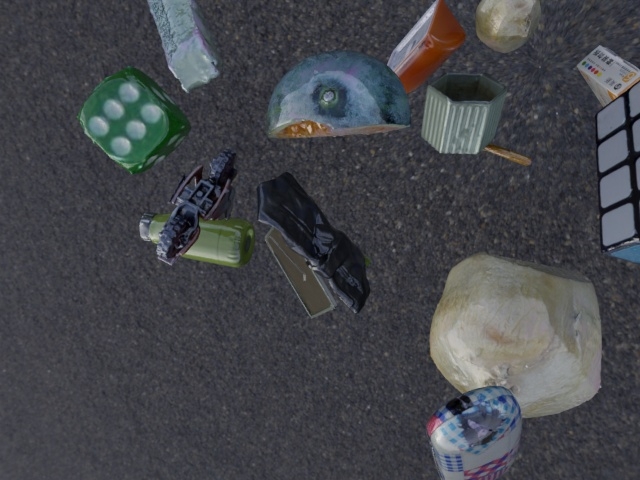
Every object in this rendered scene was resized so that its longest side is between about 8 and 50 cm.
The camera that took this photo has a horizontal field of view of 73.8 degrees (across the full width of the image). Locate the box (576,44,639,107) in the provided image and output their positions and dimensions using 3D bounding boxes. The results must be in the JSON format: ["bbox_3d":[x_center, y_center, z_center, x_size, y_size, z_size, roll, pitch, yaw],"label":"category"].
[{"bbox_3d":[0.960,-0.466,1.354,0.273,0.221,0.091,30,122,-32],"label":"box"}]

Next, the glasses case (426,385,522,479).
[{"bbox_3d":[0.230,0.309,0.642,0.125,0.076,0.328,-22,136,0],"label":"glasses case"}]

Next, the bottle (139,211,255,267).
[{"bbox_3d":[-0.287,-0.012,0.981,0.259,0.112,0.112,10,115,9],"label":"bottle"}]

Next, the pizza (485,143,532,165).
[{"bbox_3d":[0.641,-0.292,1.443,0.184,0.176,0.036,36,115,39],"label":"pizza"}]

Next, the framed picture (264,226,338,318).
[{"bbox_3d":[-0.058,0.073,1.078,0.260,0.023,0.189,59,155,8],"label":"framed picture"}]

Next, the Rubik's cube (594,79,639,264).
[{"bbox_3d":[0.739,-0.132,0.721,0.343,0.344,0.337,14,159,-6],"label":"Rubik's cube"}]

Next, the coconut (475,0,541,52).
[{"bbox_3d":[0.580,-0.679,1.312,0.194,0.194,0.195,10,114,24],"label":"coconut"}]

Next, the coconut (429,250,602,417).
[{"bbox_3d":[0.450,0.245,1.013,0.403,0.404,0.406,10,114,24],"label":"coconut"}]

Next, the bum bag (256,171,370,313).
[{"bbox_3d":[0.000,0.000,0.746,0.074,0.137,0.310,-21,128,29],"label":"bum bag"}]

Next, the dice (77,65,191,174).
[{"bbox_3d":[-0.304,-0.195,0.707,0.128,0.120,0.131,-40,104,5],"label":"dice"}]

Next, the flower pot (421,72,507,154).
[{"bbox_3d":[0.451,-0.407,1.363,0.238,0.209,0.190,5,134,6],"label":"flower pot"}]

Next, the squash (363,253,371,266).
[{"bbox_3d":[0.077,0.045,1.305,0.105,0.105,0.132,-34,98,33],"label":"squash"}]

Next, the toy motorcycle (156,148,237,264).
[{"bbox_3d":[-0.195,-0.050,0.690,0.084,0.213,0.118,29,150,-4],"label":"toy motorcycle"}]

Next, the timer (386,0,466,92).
[{"bbox_3d":[0.318,-0.607,1.396,0.161,0.250,0.257,45,144,-6],"label":"timer"}]

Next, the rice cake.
[{"bbox_3d":[-0.137,-0.223,0.380,0.043,0.034,0.211,-30,71,16],"label":"rice cake"}]

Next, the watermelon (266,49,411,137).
[{"bbox_3d":[0.017,-0.308,0.873,0.321,0.175,0.188,-5,97,11],"label":"watermelon"}]
